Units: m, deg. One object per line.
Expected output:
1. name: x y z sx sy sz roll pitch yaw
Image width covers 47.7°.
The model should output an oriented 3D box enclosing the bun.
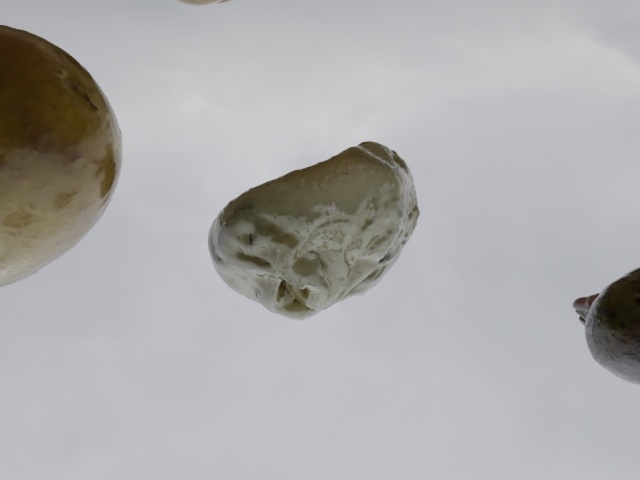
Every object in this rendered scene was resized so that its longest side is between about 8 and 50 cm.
1. bun: 0.000 0.000 0.716 0.231 0.133 0.231 -24 172 -3

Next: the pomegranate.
1. pomegranate: 0.357 0.088 0.833 0.138 0.125 0.163 -43 -138 -13

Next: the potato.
1. potato: -0.218 -0.072 0.507 0.158 0.204 0.178 -9 -177 44

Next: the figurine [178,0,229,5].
1. figurine: -0.187 -0.507 1.160 0.192 0.257 0.167 17 179 28
